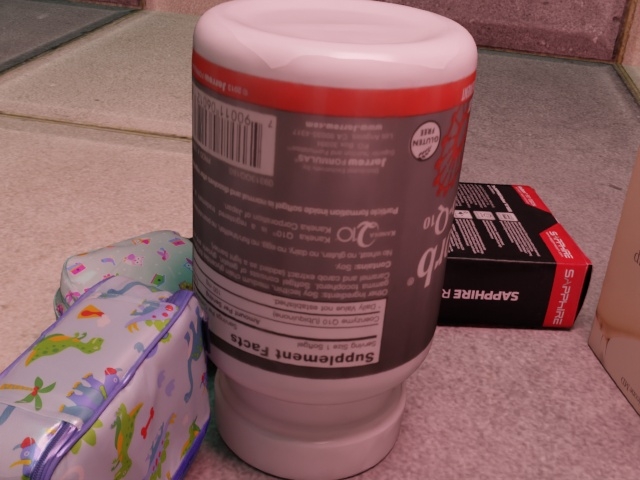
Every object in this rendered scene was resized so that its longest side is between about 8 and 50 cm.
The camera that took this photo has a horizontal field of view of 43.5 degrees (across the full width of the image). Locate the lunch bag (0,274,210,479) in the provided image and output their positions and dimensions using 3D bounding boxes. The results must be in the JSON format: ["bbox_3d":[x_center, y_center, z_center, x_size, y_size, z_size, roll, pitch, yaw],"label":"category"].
[{"bbox_3d":[-0.153,0.142,0.562,0.090,0.176,0.219,11,31,14],"label":"lunch bag"}]

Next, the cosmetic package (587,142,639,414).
[{"bbox_3d":[0.369,0.012,0.764,0.113,0.309,0.160,1,26,-9],"label":"cosmetic package"}]

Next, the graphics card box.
[{"bbox_3d":[0.104,0.005,0.973,0.371,0.094,0.232,3,27,-6],"label":"graphics card box"}]

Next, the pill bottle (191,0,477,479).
[{"bbox_3d":[0.000,0.000,0.660,0.210,0.362,0.210,3,27,-2],"label":"pill bottle"}]

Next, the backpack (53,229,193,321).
[{"bbox_3d":[-0.169,0.061,0.789,0.182,0.115,0.152,-16,36,-31],"label":"backpack"}]
